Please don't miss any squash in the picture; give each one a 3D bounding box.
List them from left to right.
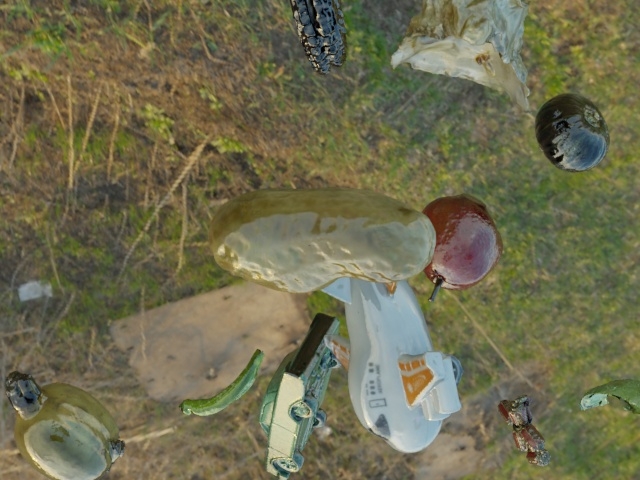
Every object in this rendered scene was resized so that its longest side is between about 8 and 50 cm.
[{"bbox_3d":[0.594,-0.253,1.841,0.193,0.193,0.156,-3,135,-30],"label":"squash"}]

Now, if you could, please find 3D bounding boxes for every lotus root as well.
[{"bbox_3d":[-0.541,0.382,1.607,0.183,0.183,0.310,-33,129,-1],"label":"lotus root"}]

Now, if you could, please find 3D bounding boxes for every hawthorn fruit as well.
[{"bbox_3d":[0.316,0.027,1.843,0.230,0.210,0.266,71,36,-57],"label":"hawthorn fruit"}]

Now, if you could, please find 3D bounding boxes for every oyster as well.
[{"bbox_3d":[0.156,-0.212,0.797,0.233,0.161,0.107,36,66,-82],"label":"oyster"}]

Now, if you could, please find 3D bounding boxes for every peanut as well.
[{"bbox_3d":[0.000,0.000,0.763,0.226,0.095,0.108,-2,117,13],"label":"peanut"}]

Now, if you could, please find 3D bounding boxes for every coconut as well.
[{"bbox_3d":[0.454,0.229,1.118,0.133,0.158,0.055,44,55,-64],"label":"coconut"}]

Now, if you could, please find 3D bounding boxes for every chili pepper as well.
[{"bbox_3d":[-0.076,0.116,0.613,0.083,0.030,0.017,-31,152,12],"label":"chili pepper"}]

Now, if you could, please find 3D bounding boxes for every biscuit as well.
[{"bbox_3d":[-0.006,-0.302,0.964,0.053,0.194,0.194,-11,138,10],"label":"biscuit"}]

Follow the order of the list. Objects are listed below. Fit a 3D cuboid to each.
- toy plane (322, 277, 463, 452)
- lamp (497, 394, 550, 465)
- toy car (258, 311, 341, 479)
[{"bbox_3d":[0.072,0.131,0.903,0.117,0.245,0.245,-17,135,-26],"label":"toy plane"},{"bbox_3d":[0.235,0.218,0.889,0.031,0.083,0.063,-24,169,-9],"label":"lamp"},{"bbox_3d":[-0.037,0.257,1.271,0.321,0.097,0.141,102,15,-45],"label":"toy car"}]
